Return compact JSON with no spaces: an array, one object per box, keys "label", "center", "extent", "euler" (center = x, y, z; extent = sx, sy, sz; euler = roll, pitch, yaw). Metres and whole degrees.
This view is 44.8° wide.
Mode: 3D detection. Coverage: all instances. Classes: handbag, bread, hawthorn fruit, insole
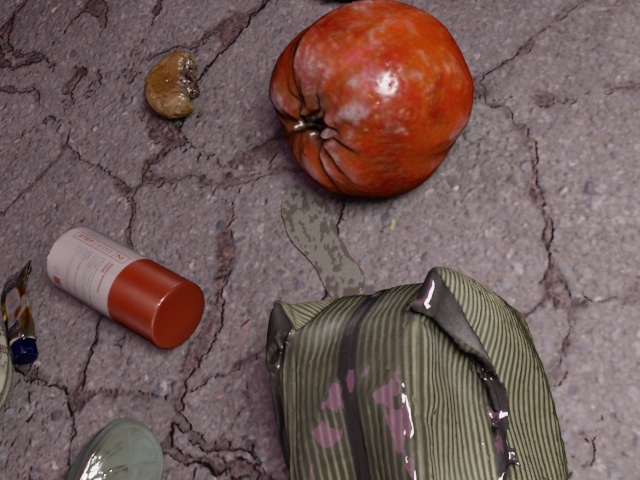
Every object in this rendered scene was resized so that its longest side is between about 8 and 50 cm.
[{"label":"handbag","center":[0.086,0.185,0.737],"extent":[0.247,0.240,0.341],"euler":[-15,62,23]},{"label":"bread","center":[-0.225,-0.231,1.183],"extent":[0.082,0.060,0.113],"euler":[-10,61,20]},{"label":"hawthorn fruit","center":[0.083,-0.185,0.944],"extent":[0.271,0.242,0.242],"euler":[-32,51,-29]},{"label":"insole","center":[0.000,0.000,1.000],"extent":[0.065,0.006,0.193],"euler":[-35,57,6]}]

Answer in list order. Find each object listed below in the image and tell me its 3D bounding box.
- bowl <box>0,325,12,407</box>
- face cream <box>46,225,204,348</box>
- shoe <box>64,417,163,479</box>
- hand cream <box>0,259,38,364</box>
[{"label":"bowl","center":[-0.520,0.186,1.076],"extent":[0.237,0.126,0.238],"euler":[-12,67,29]},{"label":"face cream","center":[-0.262,0.061,1.042],"extent":[0.214,0.096,0.096],"euler":[23,78,31]},{"label":"shoe","center":[-0.279,0.336,0.930],"extent":[0.100,0.103,0.251],"euler":[-35,25,60]},{"label":"hand cream","center":[-0.442,0.105,1.143],"extent":[0.062,0.039,0.163],"euler":[-39,53,23]}]
